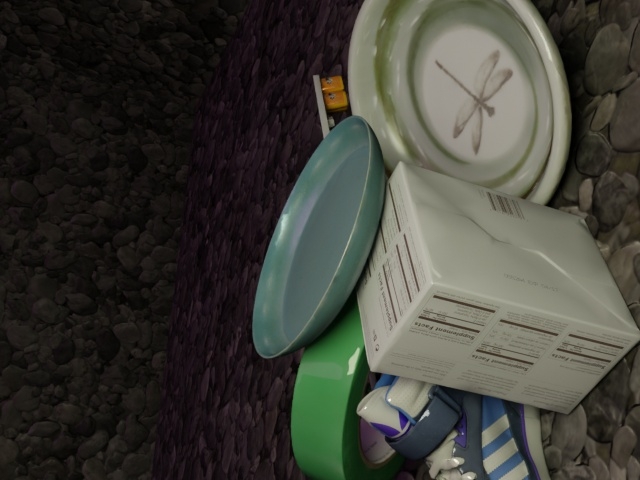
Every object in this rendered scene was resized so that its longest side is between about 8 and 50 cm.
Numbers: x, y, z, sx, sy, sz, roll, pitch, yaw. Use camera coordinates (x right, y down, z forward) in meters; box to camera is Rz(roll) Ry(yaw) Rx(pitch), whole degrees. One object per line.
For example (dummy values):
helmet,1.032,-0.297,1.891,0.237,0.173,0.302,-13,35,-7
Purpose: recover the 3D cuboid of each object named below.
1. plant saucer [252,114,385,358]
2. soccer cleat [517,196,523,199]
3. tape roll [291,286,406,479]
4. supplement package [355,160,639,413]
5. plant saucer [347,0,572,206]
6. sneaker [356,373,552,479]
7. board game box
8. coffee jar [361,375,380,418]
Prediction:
plant saucer,0.000,0.000,1.078,0.317,0.043,0.317,-57,20,33
soccer cleat,0.250,-0.020,1.139,0.035,0.029,0.083,-38,-30,-36
tape roll,0.076,0.180,1.177,0.077,0.321,0.321,14,89,28
supplement package,0.187,0.055,0.997,0.204,0.262,0.145,-98,30,-48
plant saucer,0.202,-0.201,1.221,0.400,0.100,0.400,30,131,41
sneaker,0.143,0.262,1.013,0.130,0.236,0.323,131,147,-51
board game box,0.059,-0.012,1.408,0.390,0.050,0.390,-99,-2,-50
coffee jar,0.065,0.295,1.421,0.096,0.079,0.184,-50,31,31
